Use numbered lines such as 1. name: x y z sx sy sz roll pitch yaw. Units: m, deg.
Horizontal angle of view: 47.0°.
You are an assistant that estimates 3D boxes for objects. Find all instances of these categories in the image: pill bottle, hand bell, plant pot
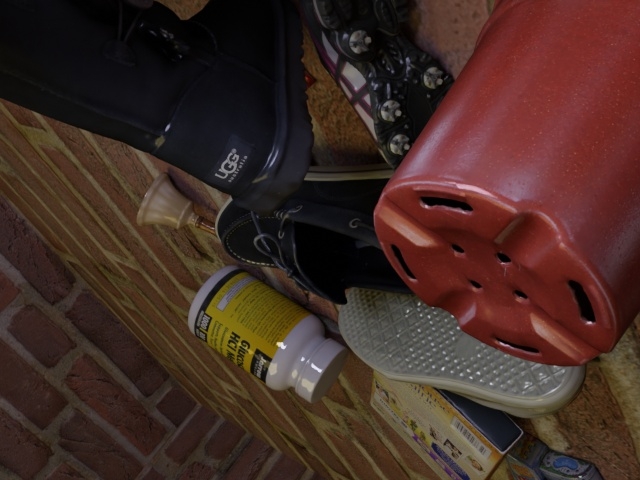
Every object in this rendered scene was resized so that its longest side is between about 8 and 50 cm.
1. pill bottle: -0.114 0.211 1.632 0.334 0.188 0.188 30 155 20
2. hand bell: -0.243 -0.034 1.531 0.242 0.126 0.126 26 156 1
3. plant pot: 0.196 -0.062 0.593 0.272 0.265 0.272 32 155 17

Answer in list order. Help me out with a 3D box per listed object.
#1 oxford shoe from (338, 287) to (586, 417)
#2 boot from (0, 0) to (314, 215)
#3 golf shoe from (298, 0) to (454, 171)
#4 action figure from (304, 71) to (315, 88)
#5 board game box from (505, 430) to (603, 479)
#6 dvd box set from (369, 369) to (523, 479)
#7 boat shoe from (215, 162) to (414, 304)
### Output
1. oxford shoe: 0.204 0.164 1.138 0.449 0.169 0.130 13 165 45
2. boot: -0.231 -0.235 0.695 0.445 0.146 0.367 21 -149 -28
3. golf shoe: 0.065 -0.185 0.811 0.273 0.105 0.120 60 167 -30
4. action figure: -0.057 -0.239 0.953 0.115 0.030 0.038 48 160 -14
5. board game box: 0.437 0.446 1.397 0.194 0.060 0.194 5 140 53
6. dvd box set: 0.227 0.348 1.463 0.307 0.062 0.420 43 159 24
7. boat shoe: 0.000 0.000 1.053 0.500 0.156 0.187 -2 143 46
